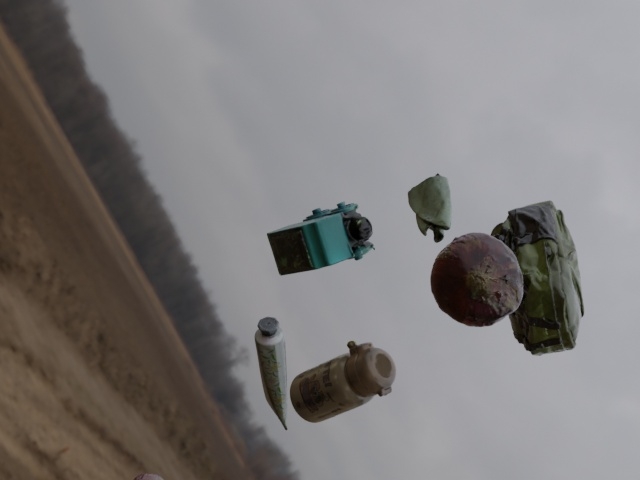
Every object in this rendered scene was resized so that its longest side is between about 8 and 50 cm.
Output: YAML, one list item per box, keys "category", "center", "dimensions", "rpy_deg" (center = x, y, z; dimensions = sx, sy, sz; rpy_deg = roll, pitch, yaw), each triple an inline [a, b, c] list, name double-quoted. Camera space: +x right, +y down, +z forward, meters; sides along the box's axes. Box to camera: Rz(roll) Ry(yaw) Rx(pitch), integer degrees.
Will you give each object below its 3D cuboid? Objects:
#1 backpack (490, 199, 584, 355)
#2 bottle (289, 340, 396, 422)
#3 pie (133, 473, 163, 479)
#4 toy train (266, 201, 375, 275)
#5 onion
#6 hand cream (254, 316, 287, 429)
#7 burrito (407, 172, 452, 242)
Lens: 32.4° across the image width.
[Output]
- category: "backpack"
  center: [0.368, 0.071, 1.856]
  dimensions: [0.253, 0.140, 0.207]
  rpy_deg: [-86, 161, -49]
- category: "bottle"
  center: [0.042, 0.243, 1.935]
  dimensions: [0.209, 0.097, 0.110]
  rpy_deg: [-31, -102, 43]
- category: "pie"
  center: [-0.298, 0.494, 1.928]
  dimensions: [0.182, 0.050, 0.182]
  rpy_deg: [-7, 90, -81]
- category: "toy train"
  center: [0.000, 0.000, 1.972]
  dimensions: [0.198, 0.154, 0.107]
  rpy_deg: [-12, -82, 54]
- category: "onion"
  center: [0.175, 0.046, 1.236]
  dimensions: [0.107, 0.107, 0.097]
  rpy_deg: [61, -20, 5]
- category: "hand cream"
  center: [-0.070, 0.191, 1.596]
  dimensions: [0.067, 0.042, 0.194]
  rpy_deg: [45, -33, 43]
- category: "burrito"
  center: [0.179, -0.047, 1.756]
  dimensions: [0.044, 0.074, 0.118]
  rpy_deg: [26, 43, -39]
